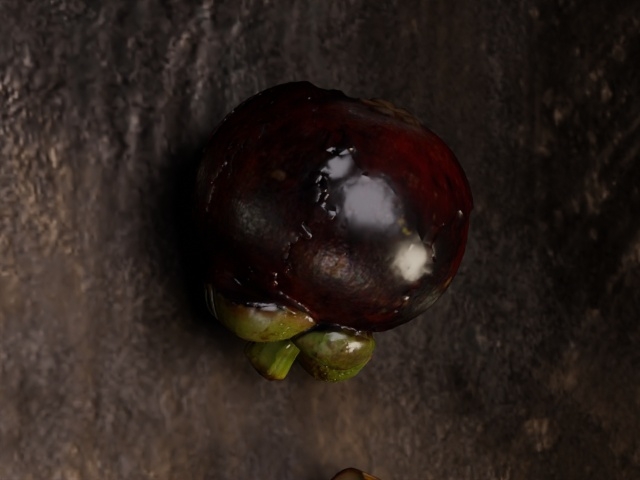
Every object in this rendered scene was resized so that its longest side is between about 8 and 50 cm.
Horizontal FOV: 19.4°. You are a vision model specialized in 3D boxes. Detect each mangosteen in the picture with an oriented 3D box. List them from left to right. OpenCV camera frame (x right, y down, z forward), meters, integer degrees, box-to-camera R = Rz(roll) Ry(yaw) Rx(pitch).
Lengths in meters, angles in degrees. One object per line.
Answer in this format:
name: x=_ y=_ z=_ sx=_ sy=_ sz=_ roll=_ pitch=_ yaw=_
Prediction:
mangosteen: x=0.000 y=0.000 z=1.099 sx=0.166 sy=0.166 sz=0.180 roll=16 pitch=95 yaw=-30

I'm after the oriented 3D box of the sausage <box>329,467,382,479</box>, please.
sausage: x=0.100 y=0.214 z=1.160 sx=0.234 sy=0.071 sz=0.071 roll=27 pitch=65 yaw=-27
